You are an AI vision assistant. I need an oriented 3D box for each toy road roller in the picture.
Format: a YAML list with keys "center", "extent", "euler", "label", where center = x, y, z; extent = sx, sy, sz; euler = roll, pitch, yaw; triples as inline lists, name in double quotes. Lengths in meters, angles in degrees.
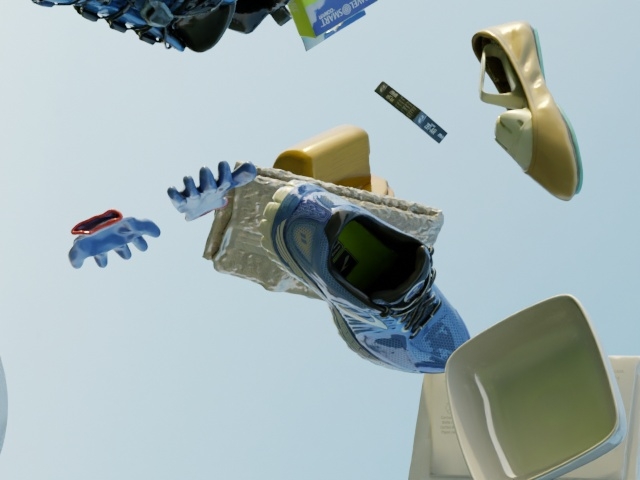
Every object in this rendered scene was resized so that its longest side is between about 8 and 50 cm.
- center: [-0.018, -0.078, 2.222]
  extent: [0.330, 0.203, 0.240]
  euler: [26, -49, 44]
  label: "toy road roller"

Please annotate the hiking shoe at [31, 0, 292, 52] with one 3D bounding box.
- center: [-0.105, -0.175, 0.817]
  extent: [0.113, 0.304, 0.132]
  euler: [-41, -93, 29]
  label: "hiking shoe"

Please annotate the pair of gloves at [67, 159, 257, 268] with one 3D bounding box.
- center: [-0.152, -0.023, 1.301]
  extent: [0.159, 0.198, 0.023]
  euler: [103, -37, -79]
  label: "pair of gloves"

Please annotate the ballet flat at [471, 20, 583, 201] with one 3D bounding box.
- center: [0.198, -0.127, 1.350]
  extent: [0.080, 0.073, 0.232]
  euler: [97, -13, -48]
  label: "ballet flat"

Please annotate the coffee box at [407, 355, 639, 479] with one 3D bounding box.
- center: [0.335, 0.394, 2.079]
  extent: [0.334, 0.338, 0.338]
  euler: [59, 35, -55]
  label: "coffee box"

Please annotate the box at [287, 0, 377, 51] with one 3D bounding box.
- center: [0.000, -0.332, 1.659]
  extent: [0.042, 0.109, 0.178]
  euler: [19, -43, 54]
  label: "box"

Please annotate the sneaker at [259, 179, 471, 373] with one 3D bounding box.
- center: [0.075, 0.062, 1.554]
  extent: [0.147, 0.330, 0.129]
  euler: [18, -108, 53]
  label: "sneaker"

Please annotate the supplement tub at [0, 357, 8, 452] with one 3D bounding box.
- center: [-0.432, 0.147, 1.178]
  extent: [0.272, 0.191, 0.191]
  euler: [-2, -84, 18]
  label: "supplement tub"

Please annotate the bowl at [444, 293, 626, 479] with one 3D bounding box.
- center: [0.178, 0.129, 1.099]
  extent: [0.142, 0.053, 0.142]
  euler: [-31, -127, 25]
  label: "bowl"

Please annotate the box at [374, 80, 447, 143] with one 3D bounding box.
- center: [0.111, -0.158, 1.679]
  extent: [0.018, 0.067, 0.083]
  euler: [-51, -132, 5]
  label: "box"

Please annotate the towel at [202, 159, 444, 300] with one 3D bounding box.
- center: [0.000, 0.000, 1.721]
  extent: [0.187, 0.282, 0.049]
  euler: [110, -11, -47]
  label: "towel"
